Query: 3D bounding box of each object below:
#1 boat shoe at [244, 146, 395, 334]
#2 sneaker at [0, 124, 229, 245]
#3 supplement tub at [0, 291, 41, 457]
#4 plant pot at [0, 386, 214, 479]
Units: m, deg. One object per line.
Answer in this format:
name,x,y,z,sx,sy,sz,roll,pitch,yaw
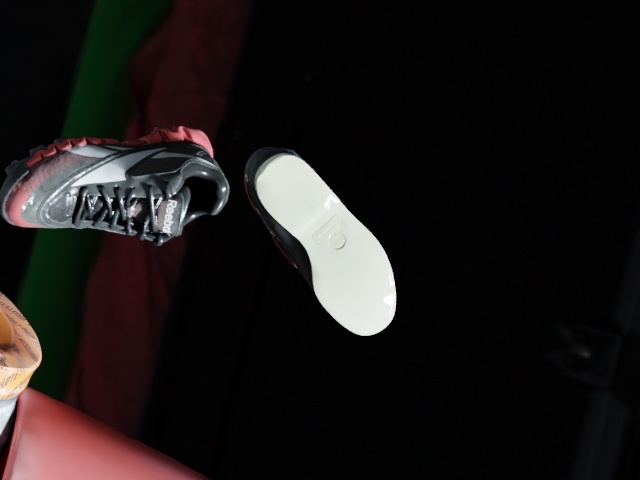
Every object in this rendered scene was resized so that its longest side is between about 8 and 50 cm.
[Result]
boat shoe,0.002,-0.001,0.881,0.049,0.133,0.042,-37,-158,-4
sneaker,-0.219,-0.054,1.639,0.135,0.276,0.098,47,-45,38
supplement tub,-0.359,0.162,1.094,0.316,0.193,0.193,-50,-139,10
plant pot,-0.170,0.278,1.170,0.275,0.243,0.275,-161,-90,-74
